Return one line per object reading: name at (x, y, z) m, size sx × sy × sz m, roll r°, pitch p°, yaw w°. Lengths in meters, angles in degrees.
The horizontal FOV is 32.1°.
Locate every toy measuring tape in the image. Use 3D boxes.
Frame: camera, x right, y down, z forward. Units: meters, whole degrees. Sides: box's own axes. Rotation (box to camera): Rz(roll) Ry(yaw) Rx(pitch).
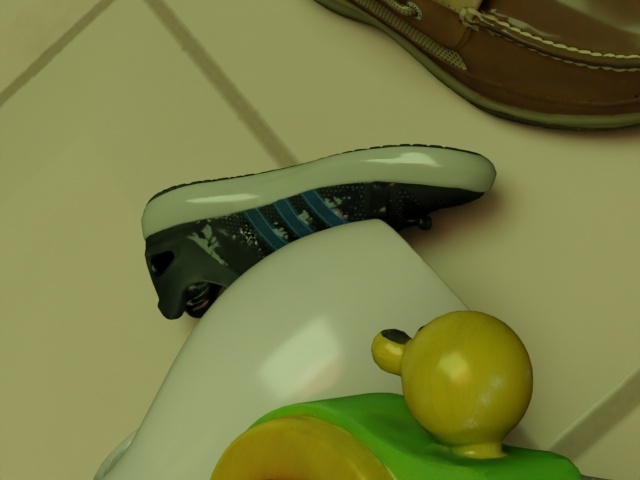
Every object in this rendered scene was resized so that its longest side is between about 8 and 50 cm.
toy measuring tape at (-0.007, 0.166, 0.402) m, size 0.121 × 0.121 × 0.330 m, roll 35°, pitch 115°, yaw 40°

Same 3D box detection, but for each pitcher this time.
pitcher at (-0.029, 0.082, 0.523) m, size 0.207 × 0.125 × 0.178 m, roll -42°, pitch 20°, yaw 0°

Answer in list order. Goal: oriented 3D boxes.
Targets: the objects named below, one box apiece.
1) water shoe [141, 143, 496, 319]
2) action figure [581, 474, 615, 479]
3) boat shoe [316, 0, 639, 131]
water shoe at (0.000, 0.000, 0.591) m, size 0.203 × 0.073 × 0.080 m, roll -9°, pitch 85°, yaw 27°
action figure at (0.216, 0.074, 0.372) m, size 0.275 × 0.248 × 0.370 m, roll 22°, pitch 87°, yaw -5°
boat shoe at (0.068, -0.159, 0.595) m, size 0.324 × 0.120 × 0.123 m, roll 30°, pitch 81°, yaw 40°
